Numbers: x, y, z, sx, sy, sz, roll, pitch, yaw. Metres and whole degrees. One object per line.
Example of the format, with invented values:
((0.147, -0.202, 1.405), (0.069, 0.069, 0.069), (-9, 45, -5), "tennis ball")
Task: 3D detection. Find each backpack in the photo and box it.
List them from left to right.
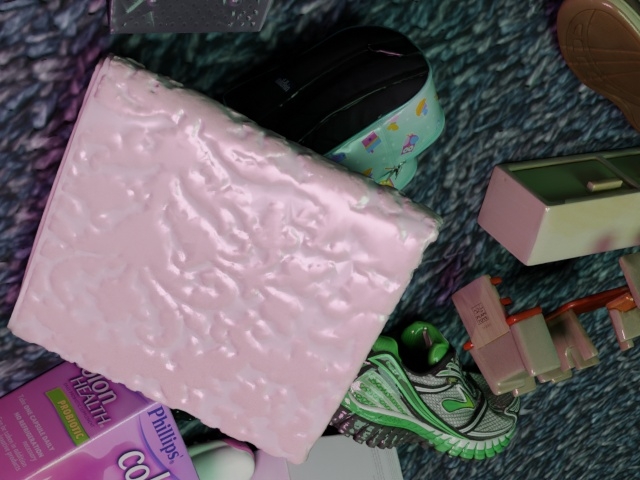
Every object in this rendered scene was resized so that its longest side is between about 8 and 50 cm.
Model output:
((0.026, -0.116, 1.285), (0.188, 0.166, 0.144), (-38, 134, -6), "backpack")

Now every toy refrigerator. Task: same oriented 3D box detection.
((0.337, -0.051, 1.639), (0.269, 0.102, 0.094), (-8, 127, -33), "toy refrigerator")

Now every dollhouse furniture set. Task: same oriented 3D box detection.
((0.303, 0.092, 1.657), (0.259, 0.135, 0.262), (-12, 163, -39), "dollhouse furniture set")

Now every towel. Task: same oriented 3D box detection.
((-0.098, 0.027, 1.224), (0.332, 0.053, 0.317), (26, 121, -1), "towel")

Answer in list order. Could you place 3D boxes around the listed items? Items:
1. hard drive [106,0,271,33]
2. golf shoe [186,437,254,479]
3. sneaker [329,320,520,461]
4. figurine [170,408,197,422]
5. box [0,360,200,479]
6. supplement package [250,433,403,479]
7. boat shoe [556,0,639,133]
((-0.098, -0.301, 1.121), (0.172, 0.054, 0.254), (-7, 127, -34), "hard drive")
((-0.191, 0.348, 1.517), (0.306, 0.140, 0.115), (-33, 136, -15), "golf shoe")
((0.149, 0.186, 1.660), (0.343, 0.134, 0.146), (14, 108, -47), "sneaker")
((-0.090, 0.104, 1.434), (0.215, 0.092, 0.209), (-23, 144, -11), "figurine")
((-0.265, 0.255, 1.396), (0.243, 0.117, 0.213), (-30, 137, -16), "box")
((0.002, 0.302, 1.630), (0.179, 0.105, 0.105), (2, 158, -40), "supplement package")
((0.388, -0.225, 1.547), (0.342, 0.123, 0.123), (34, 69, -43), "boat shoe")
